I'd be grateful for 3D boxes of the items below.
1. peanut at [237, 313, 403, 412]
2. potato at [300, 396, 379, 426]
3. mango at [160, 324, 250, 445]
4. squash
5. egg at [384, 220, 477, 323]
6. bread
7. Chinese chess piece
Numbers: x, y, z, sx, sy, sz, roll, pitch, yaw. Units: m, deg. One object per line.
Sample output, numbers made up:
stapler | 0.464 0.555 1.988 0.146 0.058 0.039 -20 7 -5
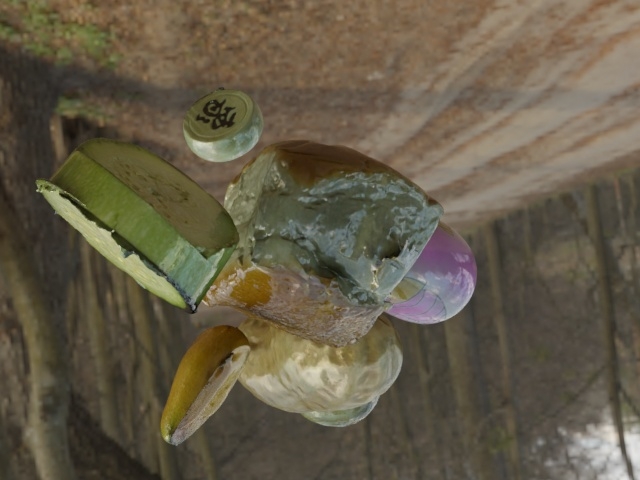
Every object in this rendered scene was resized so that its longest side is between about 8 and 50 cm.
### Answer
peanut | -0.022 0.180 1.789 0.169 0.192 0.387 -35 -168 -35
potato | 0.028 0.253 2.077 0.174 0.159 0.251 36 -166 0
mango | -0.143 0.172 1.356 0.066 0.187 0.101 23 144 11
squash | -0.186 -0.028 1.188 0.133 0.220 0.220 -50 178 -5
egg | 0.154 0.043 1.965 0.196 0.196 0.271 -12 158 44
bread | 0.000 0.000 1.405 0.250 0.225 0.279 21 162 -19
Chinese chess piece | -0.173 -0.206 1.981 0.144 0.144 0.058 -8 139 14
